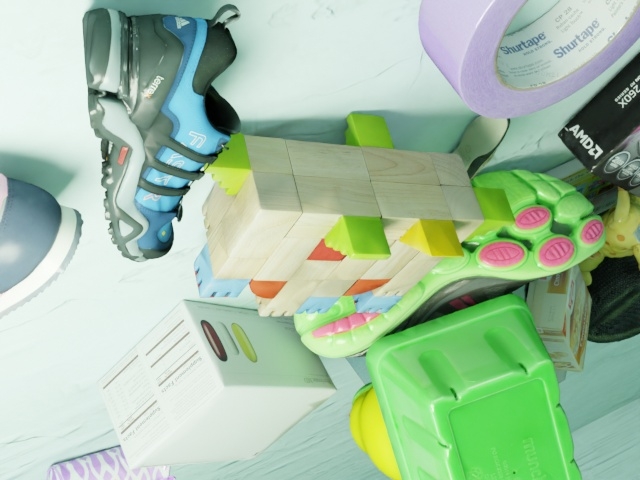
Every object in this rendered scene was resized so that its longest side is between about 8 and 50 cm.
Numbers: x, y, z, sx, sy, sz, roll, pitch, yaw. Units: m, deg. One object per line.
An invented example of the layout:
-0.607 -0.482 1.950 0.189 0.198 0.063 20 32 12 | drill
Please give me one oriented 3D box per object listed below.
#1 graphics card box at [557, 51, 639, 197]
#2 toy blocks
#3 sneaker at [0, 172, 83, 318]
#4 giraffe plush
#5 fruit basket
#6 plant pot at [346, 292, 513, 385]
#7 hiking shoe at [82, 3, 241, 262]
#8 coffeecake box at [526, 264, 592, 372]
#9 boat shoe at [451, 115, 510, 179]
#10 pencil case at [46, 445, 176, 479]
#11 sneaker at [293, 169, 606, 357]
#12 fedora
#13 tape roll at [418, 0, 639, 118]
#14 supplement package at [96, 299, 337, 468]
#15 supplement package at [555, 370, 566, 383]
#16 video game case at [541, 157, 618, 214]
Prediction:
0.542 -0.228 1.224 0.233 0.094 0.371 14 128 -48 | graphics card box
0.000 0.000 1.039 0.381 0.191 0.261 2 148 -29 | toy blocks
-0.382 0.046 0.825 0.319 0.112 0.131 -40 134 13 | sneaker
0.488 -0.002 1.460 0.170 0.181 0.210 -24 171 38 | giraffe plush
0.200 0.276 1.240 0.283 0.392 0.392 -18 151 -6 | fruit basket
0.227 0.209 1.487 0.248 0.252 0.247 -18 149 -23 | plant pot
-0.138 -0.079 0.794 0.132 0.113 0.304 -5 147 -10 | hiking shoe
0.404 0.121 1.449 0.068 0.142 0.185 2 152 29 | coffeecake box
0.214 -0.124 1.150 0.043 0.049 0.137 -11 149 -38 | boat shoe
-0.344 0.390 1.412 0.206 0.088 0.086 -7 142 -35 | pencil case
0.189 0.041 1.294 0.482 0.185 0.202 -20 161 0 | sneaker
0.561 0.084 1.615 0.334 0.152 0.334 -9 128 -12 | fedora
0.245 -0.259 0.916 0.274 0.090 0.275 -22 151 -13 | tape roll
-0.146 0.215 1.255 0.204 0.145 0.262 -43 150 22 | supplement package
0.408 0.264 1.856 0.203 0.149 0.194 -29 152 -2 | supplement package
0.432 -0.080 1.454 0.227 0.026 0.206 -24 152 -10 | video game case
